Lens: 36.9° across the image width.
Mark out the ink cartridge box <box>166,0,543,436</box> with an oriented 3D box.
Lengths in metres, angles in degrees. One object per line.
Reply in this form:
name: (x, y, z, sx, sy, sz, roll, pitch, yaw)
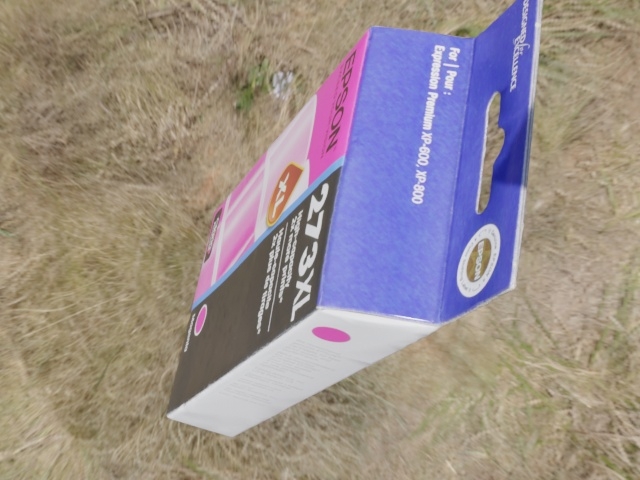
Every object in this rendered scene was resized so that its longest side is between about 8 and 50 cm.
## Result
ink cartridge box: (0.000, 0.000, 0.587, 0.069, 0.371, 0.175, 21, 62, -19)
